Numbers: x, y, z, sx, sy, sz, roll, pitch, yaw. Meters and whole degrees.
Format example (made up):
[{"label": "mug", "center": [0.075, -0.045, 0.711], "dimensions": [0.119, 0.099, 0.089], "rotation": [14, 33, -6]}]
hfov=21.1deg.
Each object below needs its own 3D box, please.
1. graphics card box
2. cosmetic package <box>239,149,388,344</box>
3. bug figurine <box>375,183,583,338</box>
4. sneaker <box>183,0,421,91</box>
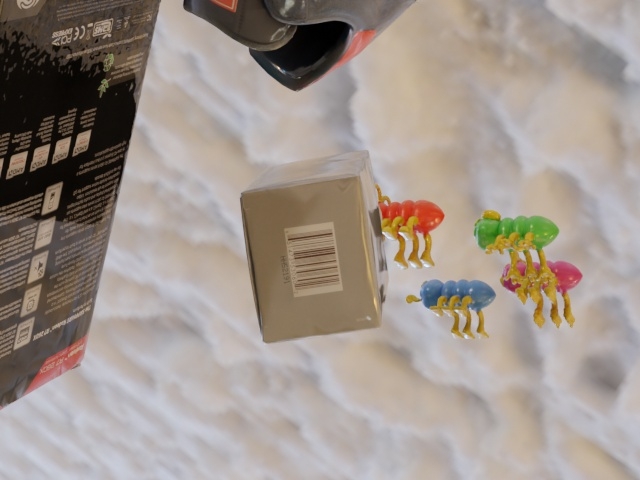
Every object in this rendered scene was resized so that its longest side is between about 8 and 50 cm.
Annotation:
[{"label": "graphics card box", "center": [-0.232, -0.051, 1.256], "dimensions": [0.094, 0.233, 0.371], "rotation": [23, 113, 18]}, {"label": "cosmetic package", "center": [0.000, 0.000, 1.415], "dimensions": [0.238, 0.107, 0.127], "rotation": [-78, -21, -84]}, {"label": "bug figurine", "center": [0.162, 0.021, 1.816], "dimensions": [0.216, 0.072, 0.279], "rotation": [1, 154, 23]}, {"label": "sneaker", "center": [-0.030, -0.197, 0.958], "dimensions": [0.131, 0.148, 0.350], "rotation": [38, 172, 30]}]
